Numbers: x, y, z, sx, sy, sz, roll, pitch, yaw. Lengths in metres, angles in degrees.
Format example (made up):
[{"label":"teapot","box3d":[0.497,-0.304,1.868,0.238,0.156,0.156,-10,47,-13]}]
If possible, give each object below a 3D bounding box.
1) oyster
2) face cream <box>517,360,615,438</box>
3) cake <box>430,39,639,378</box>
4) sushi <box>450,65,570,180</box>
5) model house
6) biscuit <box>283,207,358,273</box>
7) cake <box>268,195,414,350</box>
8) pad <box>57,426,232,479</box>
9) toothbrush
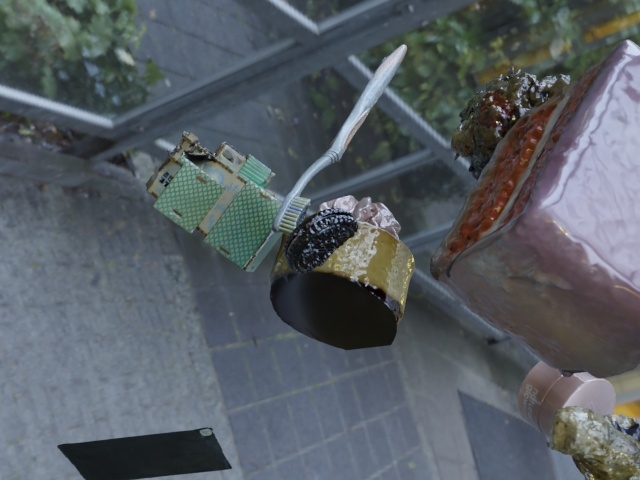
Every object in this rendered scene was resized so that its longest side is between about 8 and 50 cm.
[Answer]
[{"label":"oyster","box3d":[0.444,0.302,1.306,0.294,0.094,0.166,2,59,-48]},{"label":"face cream","box3d":[0.451,0.296,1.668,0.104,0.149,0.149,36,-15,52]},{"label":"cake","box3d":[0.302,-0.024,1.004,0.230,0.237,0.308,39,61,-4]},{"label":"sushi","box3d":[0.353,-0.212,1.692,0.219,0.225,0.238,24,81,-50]},{"label":"model house","box3d":[-0.141,-0.054,1.581,0.206,0.178,0.271,40,0,45]},{"label":"biscuit","box3d":[0.000,0.000,1.017,0.027,0.089,0.087,55,-25,30]},{"label":"cake","box3d":[0.037,0.026,1.234,0.207,0.185,0.178,80,24,-49]},{"label":"pad","box3d":[-0.215,0.269,1.125,0.116,0.193,0.004,75,9,-49]},{"label":"toothbrush","box3d":[0.034,-0.142,1.181,0.375,0.037,0.028,-59,158,-34]}]
